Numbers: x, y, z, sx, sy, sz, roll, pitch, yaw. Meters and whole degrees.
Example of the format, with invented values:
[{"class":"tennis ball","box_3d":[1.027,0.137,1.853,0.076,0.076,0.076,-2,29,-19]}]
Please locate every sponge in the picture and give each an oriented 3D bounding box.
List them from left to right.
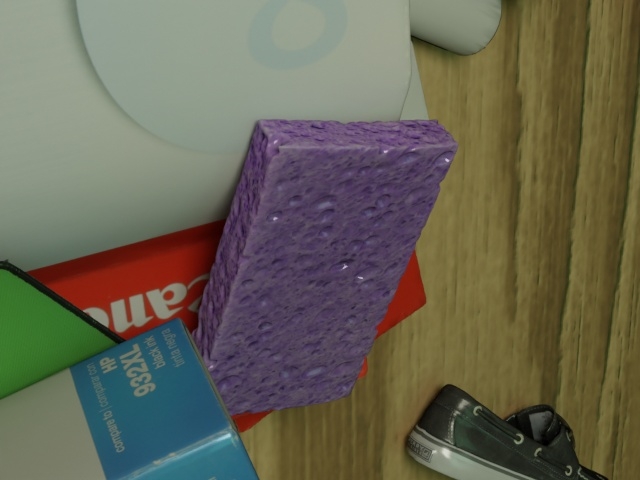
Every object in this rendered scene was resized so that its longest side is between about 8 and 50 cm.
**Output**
[{"class":"sponge","box_3d":[-0.007,0.019,0.875,0.117,0.031,0.210,-5,133,-30]}]

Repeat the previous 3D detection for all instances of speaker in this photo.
[{"class":"speaker","box_3d":[0.056,-0.165,0.990,0.136,0.055,0.055,14,97,-43]}]

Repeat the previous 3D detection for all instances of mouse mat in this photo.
[{"class":"mouse mat","box_3d":[-0.204,0.098,0.845,0.190,0.007,0.152,-38,141,7]}]

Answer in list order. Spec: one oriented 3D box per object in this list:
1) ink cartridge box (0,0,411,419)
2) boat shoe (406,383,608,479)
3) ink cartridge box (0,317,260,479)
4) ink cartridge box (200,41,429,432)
[{"class":"ink cartridge box","box_3d":[-0.101,-0.023,0.831,0.308,0.091,0.385,-16,121,-20]},{"class":"boat shoe","box_3d":[0.163,0.164,1.195,0.228,0.080,0.076,23,92,-35]},{"class":"ink cartridge box","box_3d":[-0.165,0.216,0.837,0.307,0.129,0.223,-25,123,-7]},{"class":"ink cartridge box","box_3d":[0.000,0.000,1.007,0.189,0.066,0.232,-33,121,-26]}]
